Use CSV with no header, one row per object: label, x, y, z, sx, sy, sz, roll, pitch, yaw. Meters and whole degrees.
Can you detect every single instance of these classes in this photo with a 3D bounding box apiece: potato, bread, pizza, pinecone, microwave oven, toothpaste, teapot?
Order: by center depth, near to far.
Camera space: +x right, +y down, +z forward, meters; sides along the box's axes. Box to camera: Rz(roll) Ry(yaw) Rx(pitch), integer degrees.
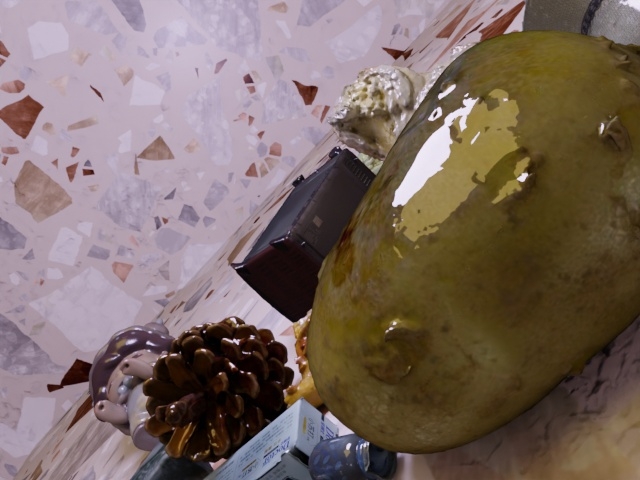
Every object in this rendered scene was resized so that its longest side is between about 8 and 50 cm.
potato,0.133,0.008,0.425,0.359,0.219,0.270,-57,6,-7
teapot,0.035,0.212,0.505,0.083,0.063,0.049,-28,56,36
toothpaste,-0.111,0.309,0.606,0.313,0.071,0.089,-44,13,16
pizza,0.034,0.104,0.688,0.271,0.056,0.134,-49,45,4
pinecone,-0.141,0.201,0.692,0.168,0.185,0.212,-4,2,31
bread,0.182,-0.198,0.842,0.314,0.171,0.192,1,2,35
microwave oven,0.002,0.001,0.877,0.188,0.178,0.247,-27,24,47

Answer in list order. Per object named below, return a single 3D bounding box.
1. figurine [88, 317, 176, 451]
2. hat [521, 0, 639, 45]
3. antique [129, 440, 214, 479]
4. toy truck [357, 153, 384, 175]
figurine,-0.373,0.314,1.127,0.248,0.203,0.380,-57,28,-11
hat,0.343,-0.215,0.510,0.257,0.257,0.130,-35,52,39
antique,-0.242,0.383,0.747,0.183,0.086,0.088,-52,15,-18
toy truck,0.159,-0.206,1.150,0.191,0.085,0.116,-42,25,32
